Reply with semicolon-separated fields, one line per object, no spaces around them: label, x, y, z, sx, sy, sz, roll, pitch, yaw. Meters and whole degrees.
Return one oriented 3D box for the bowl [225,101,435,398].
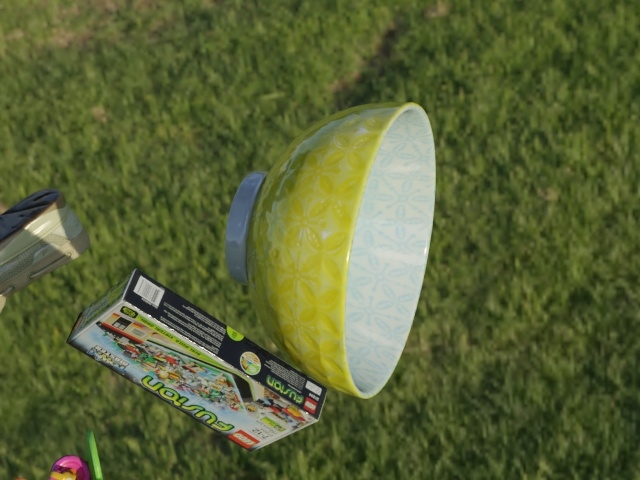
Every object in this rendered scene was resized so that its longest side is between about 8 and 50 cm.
bowl;0.000;0.000;1.193;0.156;0.290;0.289;9;36;18

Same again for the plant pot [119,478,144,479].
plant pot;-0.267;0.427;1.541;0.272;0.273;0.265;-5;1;6

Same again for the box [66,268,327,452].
box;-0.108;0.111;1.080;0.114;0.207;0.036;-34;29;47

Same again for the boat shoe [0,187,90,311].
boat shoe;-0.423;0.057;1.502;0.302;0.098;0.109;-36;32;-12

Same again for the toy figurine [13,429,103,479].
toy figurine;-0.284;0.286;1.197;0.159;0.173;0.130;-11;-10;-13
